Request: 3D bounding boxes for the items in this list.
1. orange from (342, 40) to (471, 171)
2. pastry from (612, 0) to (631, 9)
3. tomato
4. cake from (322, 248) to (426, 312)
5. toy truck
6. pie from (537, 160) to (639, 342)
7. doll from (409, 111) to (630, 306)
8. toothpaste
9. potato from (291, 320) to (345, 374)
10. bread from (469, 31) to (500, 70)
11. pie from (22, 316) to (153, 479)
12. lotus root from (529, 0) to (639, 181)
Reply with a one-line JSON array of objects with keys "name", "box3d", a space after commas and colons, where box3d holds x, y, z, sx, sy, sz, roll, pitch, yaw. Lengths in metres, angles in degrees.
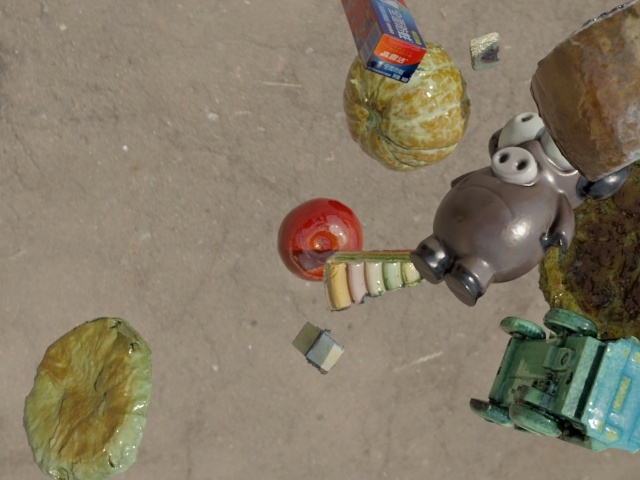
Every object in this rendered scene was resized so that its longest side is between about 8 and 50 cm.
[{"name": "orange", "box3d": [0.196, -0.323, 1.762, 0.249, 0.329, 0.329, -26, 129, -40]}, {"name": "pastry", "box3d": [0.636, -0.343, 1.332, 0.121, 0.236, 0.257, 6, 84, -62]}, {"name": "tomato", "box3d": [0.000, 0.000, 1.617, 0.195, 0.136, 0.195, 0, 96, -5]}, {"name": "cake", "box3d": [0.110, 0.042, 1.264, 0.225, 0.109, 0.090, -19, 97, 10]}, {"name": "toy truck", "box3d": [0.315, 0.191, 0.961, 0.156, 0.279, 0.155, 25, 79, -2]}, {"name": "pie", "box3d": [0.488, 0.028, 1.167, 0.103, 0.354, 0.288, 10, 148, -32]}, {"name": "doll", "box3d": [0.216, -0.045, 0.827, 0.257, 0.182, 0.117, -48, 136, -8]}, {"name": "toothpaste", "box3d": [0.086, -0.364, 1.152, 0.076, 0.320, 0.066, 14, 130, -23]}, {"name": "potato", "box3d": [-0.005, 0.227, 1.566, 0.086, 0.061, 0.122, -54, 143, -10]}, {"name": "bread", "box3d": [0.374, -0.429, 1.670, 0.070, 0.035, 0.083, -16, 140, -1]}, {"name": "pie", "box3d": [-0.393, 0.267, 1.245, 0.306, 0.306, 0.071, -44, 144, 5]}, {"name": "lotus root", "box3d": [0.196, -0.094, 0.445, 0.122, 0.112, 0.081, -28, 83, 14]}]
